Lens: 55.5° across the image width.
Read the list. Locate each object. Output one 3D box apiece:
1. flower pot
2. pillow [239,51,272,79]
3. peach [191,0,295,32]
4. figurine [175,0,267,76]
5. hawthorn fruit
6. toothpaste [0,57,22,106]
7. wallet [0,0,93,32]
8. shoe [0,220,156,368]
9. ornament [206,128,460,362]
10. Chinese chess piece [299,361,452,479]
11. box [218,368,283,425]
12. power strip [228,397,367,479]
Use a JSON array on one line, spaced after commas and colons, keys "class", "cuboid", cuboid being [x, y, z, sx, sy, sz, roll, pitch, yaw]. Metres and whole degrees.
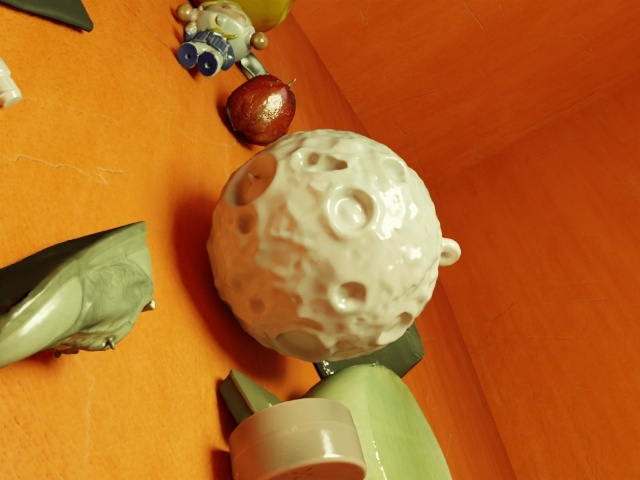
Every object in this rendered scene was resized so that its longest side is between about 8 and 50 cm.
[{"class": "flower pot", "cuboid": [0.095, 0.190, 1.180, 0.269, 0.166, 0.269, 56, 17, -28]}, {"class": "pillow", "cuboid": [-0.172, -0.444, 1.612, 0.136, 0.055, 0.091, 48, 52, -35]}, {"class": "peach", "cuboid": [-0.198, -0.669, 1.461, 0.332, 0.308, 0.308, 32, 25, -16]}, {"class": "figurine", "cuboid": [-0.211, -0.419, 1.293, 0.193, 0.133, 0.274, 5, 41, -20]}, {"class": "hawthorn fruit", "cuboid": [-0.117, -0.283, 1.289, 0.148, 0.172, 0.148, 42, 3, -3]}, {"class": "toothpaste", "cuboid": [-0.368, -0.223, 0.618, 0.190, 0.031, 0.048, 58, 18, -6]}, {"class": "wallet", "cuboid": [-0.386, -0.339, 0.765, 0.124, 0.025, 0.244, 62, 13, 0]}, {"class": "shoe", "cuboid": [-0.213, 0.055, 0.517, 0.275, 0.103, 0.098, -53, 126, -73]}, {"class": "ornament", "cuboid": [0.000, 0.000, 0.870, 0.337, 0.337, 0.337, 55, 16, -25]}, {"class": "Chinese chess piece", "cuboid": [0.086, 0.358, 0.889, 0.349, 0.146, 0.349, 55, 17, -26]}, {"class": "box", "cuboid": [-0.073, 0.219, 0.770, 0.091, 0.031, 0.126, 45, -2, 44]}, {"class": "power strip", "cuboid": [-0.024, 0.248, 0.694, 0.154, 0.154, 0.078, 46, 18, -47]}]
